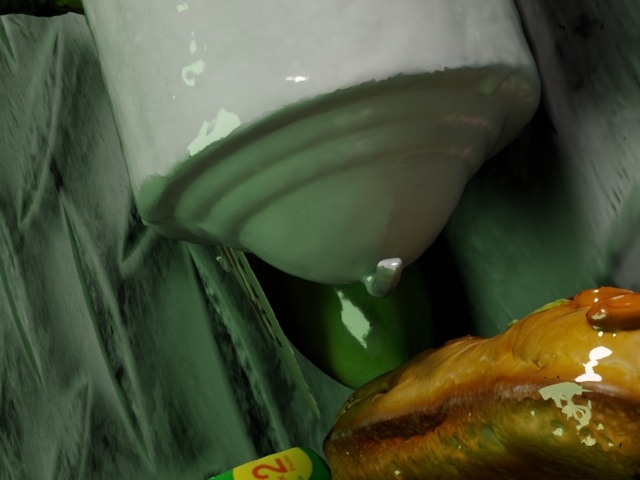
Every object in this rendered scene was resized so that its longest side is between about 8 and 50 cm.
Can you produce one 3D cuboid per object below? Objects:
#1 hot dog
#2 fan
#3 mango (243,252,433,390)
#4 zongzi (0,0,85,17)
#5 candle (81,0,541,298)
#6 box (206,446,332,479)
[{"bbox_3d":[0.110,0.101,0.767,0.158,0.117,0.349,51,160,2],"label":"hot dog"},{"bbox_3d":[-0.059,0.015,1.072,0.191,0.009,0.329,64,174,-13],"label":"fan"},{"bbox_3d":[-0.001,0.003,1.016,0.137,0.091,0.237,96,155,-56],"label":"mango"},{"bbox_3d":[-0.181,-0.281,1.010,0.319,0.383,0.362,67,150,18],"label":"zongzi"},{"bbox_3d":[-0.015,-0.118,0.855,0.221,0.221,0.342,136,121,-61],"label":"candle"},{"bbox_3d":[0.009,0.258,0.975,0.180,0.103,0.250,49,162,52],"label":"box"}]
